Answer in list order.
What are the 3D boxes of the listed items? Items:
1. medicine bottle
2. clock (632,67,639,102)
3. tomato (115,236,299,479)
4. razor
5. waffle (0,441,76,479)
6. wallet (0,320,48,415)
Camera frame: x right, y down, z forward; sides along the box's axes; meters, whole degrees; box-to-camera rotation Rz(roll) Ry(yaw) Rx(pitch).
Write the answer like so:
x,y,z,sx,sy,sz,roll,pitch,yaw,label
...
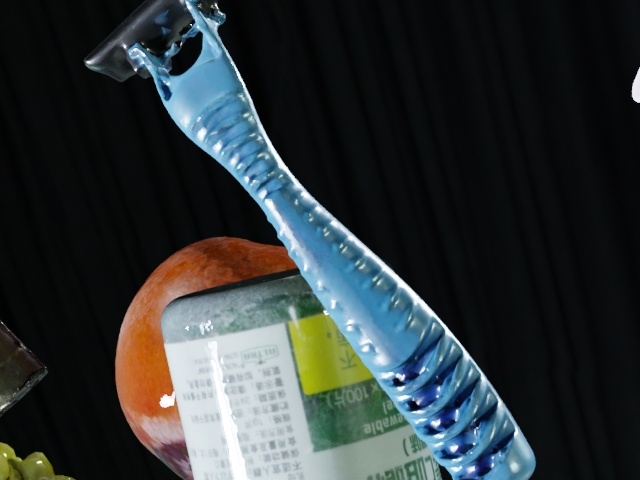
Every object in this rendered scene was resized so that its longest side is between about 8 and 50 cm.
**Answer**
x,y,z,sx,sy,sz,roll,pitch,yaw,label
0.004,0.163,1.134,0.141,0.293,0.141,-12,2,0,medicine bottle
0.315,-0.229,1.451,0.080,0.290,0.275,17,14,-22,clock
-0.057,0.104,1.511,0.208,0.208,0.184,-4,50,25,tomato
0.000,0.000,0.792,0.082,0.253,0.042,-39,-7,19,razor
-0.191,0.205,0.851,0.060,0.280,0.262,30,78,30,waffle
-0.258,0.008,0.904,0.137,0.255,0.031,-40,-1,-27,wallet
